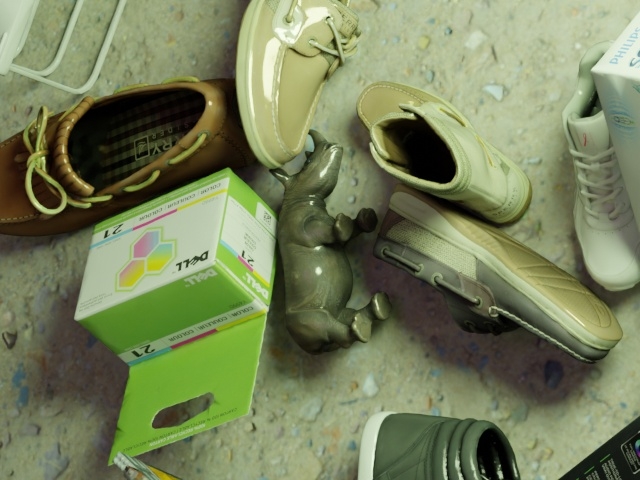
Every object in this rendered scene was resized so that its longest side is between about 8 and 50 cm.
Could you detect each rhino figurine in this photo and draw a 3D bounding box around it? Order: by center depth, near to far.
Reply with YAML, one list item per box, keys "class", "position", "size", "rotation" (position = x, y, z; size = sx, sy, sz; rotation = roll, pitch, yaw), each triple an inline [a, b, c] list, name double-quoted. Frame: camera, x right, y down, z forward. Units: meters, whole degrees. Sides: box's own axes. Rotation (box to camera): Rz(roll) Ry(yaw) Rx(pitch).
- class: "rhino figurine"
  position: [0.000, 0.000, 1.811]
  size: [0.106, 0.073, 0.243]
  rotation: [-23, 66, 38]

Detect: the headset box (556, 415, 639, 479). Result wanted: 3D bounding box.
- class: "headset box"
  position: [0.307, 0.273, 1.456]
  size: [0.283, 0.131, 0.246]
  rotation: [-51, 54, 54]

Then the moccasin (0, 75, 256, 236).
- class: "moccasin"
  position: [-0.242, -0.089, 1.938]
  size: [0.380, 0.147, 0.139]
  rotation: [-9, 77, 31]

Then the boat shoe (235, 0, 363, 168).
- class: "boat shoe"
  position: [-0.012, -0.218, 1.829]
  size: [0.098, 0.109, 0.302]
  rotation: [0, 69, 25]

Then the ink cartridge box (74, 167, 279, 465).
- class: "ink cartridge box"
  position: [-0.150, 0.075, 1.816]
  size: [0.188, 0.097, 0.255]
  rotation: [-22, 40, 28]

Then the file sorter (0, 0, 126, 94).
- class: "file sorter"
  position: [-0.371, -0.296, 2.041]
  size: [0.277, 0.173, 0.193]
  rotation: [22, 93, 33]

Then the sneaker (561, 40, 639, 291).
- class: "sneaker"
  position: [0.253, -0.072, 1.634]
  size: [0.090, 0.115, 0.232]
  rotation: [-6, 78, 32]

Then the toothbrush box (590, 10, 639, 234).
- class: "toothbrush box"
  position: [0.392, -0.073, 1.458]
  size: [0.295, 0.216, 0.126]
  rotation: [17, 54, 39]

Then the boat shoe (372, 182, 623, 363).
- class: "boat shoe"
  position: [0.158, 0.045, 1.690]
  size: [0.285, 0.103, 0.092]
  rotation: [36, 107, 36]

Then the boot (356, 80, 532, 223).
- class: "boot"
  position: [0.087, -0.099, 1.715]
  size: [0.213, 0.165, 0.077]
  rotation: [40, 103, 30]

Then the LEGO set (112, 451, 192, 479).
- class: "LEGO set"
  position: [-0.173, 0.368, 1.754]
  size: [0.331, 0.192, 0.255]
  rotation: [-47, 55, 5]

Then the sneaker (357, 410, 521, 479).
- class: "sneaker"
  position: [0.115, 0.295, 1.664]
  size: [0.147, 0.104, 0.296]
  rotation: [-13, 71, 36]
